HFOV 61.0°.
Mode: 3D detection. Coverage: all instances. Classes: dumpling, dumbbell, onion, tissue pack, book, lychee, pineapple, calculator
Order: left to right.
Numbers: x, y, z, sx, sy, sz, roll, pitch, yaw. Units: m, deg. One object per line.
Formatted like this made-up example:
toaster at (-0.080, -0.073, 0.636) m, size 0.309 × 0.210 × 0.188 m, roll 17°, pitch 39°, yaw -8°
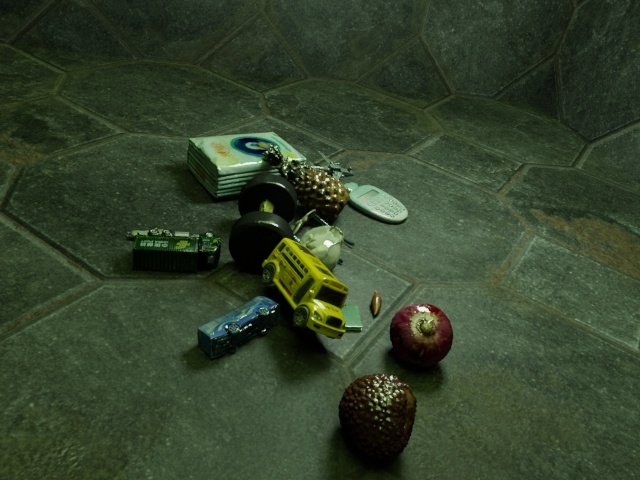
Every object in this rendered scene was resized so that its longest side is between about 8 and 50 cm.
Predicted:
tissue pack at (-0.293, -0.307, 2.151) m, size 0.388 × 0.162 × 0.287 m, roll -12°, pitch 38°, yaw -32°
dumbbell at (-0.183, -0.061, 1.785) m, size 0.203 × 0.204 × 0.322 m, roll 9°, pitch 34°, yaw -6°
pineapple at (-0.062, -0.222, 2.017) m, size 0.361 × 0.175 × 0.175 m, roll 37°, pitch 35°, yaw -2°
dumpling at (-0.014, 0.036, 1.778) m, size 0.155 × 0.111 × 0.181 m, roll 31°, pitch 50°, yaw 34°
book at (0.052, 0.227, 1.605) m, size 0.135 × 0.017 × 0.103 m, roll 4°, pitch 34°, yaw -11°
calculator at (0.218, -0.155, 2.199) m, size 0.295 × 0.042 × 0.184 m, roll 33°, pitch 39°, yaw 24°
lychee at (0.124, 0.396, 1.248) m, size 0.188 × 0.188 × 0.188 m, roll 9°, pitch 34°, yaw -6°
onion at (0.280, 0.261, 1.508) m, size 0.177 × 0.153 × 0.177 m, roll -11°, pitch 48°, yaw 13°

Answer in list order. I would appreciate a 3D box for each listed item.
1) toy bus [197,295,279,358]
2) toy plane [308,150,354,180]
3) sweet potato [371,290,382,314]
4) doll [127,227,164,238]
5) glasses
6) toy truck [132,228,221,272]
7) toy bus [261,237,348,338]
toy bus at (-0.218, 0.226, 1.465) m, size 0.094 × 0.079 × 0.236 m, roll 32°, pitch 38°, yaw 30°
toy plane at (0.051, -0.304, 2.348) m, size 0.226 × 0.058 × 0.226 m, roll -2°, pitch 52°, yaw -21°
sweet potato at (0.172, 0.196, 1.677) m, size 0.034 × 0.034 × 0.095 m, roll 12°, pitch 44°, yaw -1°
doll at (-0.561, -0.021, 1.761) m, size 0.125 × 0.027 × 0.037 m, roll -1°, pitch 43°, yaw -19°
glasses at (0.009, -0.023, 1.895) m, size 0.220 × 0.088 × 0.189 m, roll 22°, pitch 34°, yaw 14°
toy truck at (-0.438, 0.030, 1.676) m, size 0.259 × 0.088 × 0.121 m, roll 3°, pitch 34°, yaw -12°
toy bus at (-0.032, 0.134, 1.536) m, size 0.144 × 0.152 × 0.330 m, roll 27°, pitch 12°, yaw -41°
